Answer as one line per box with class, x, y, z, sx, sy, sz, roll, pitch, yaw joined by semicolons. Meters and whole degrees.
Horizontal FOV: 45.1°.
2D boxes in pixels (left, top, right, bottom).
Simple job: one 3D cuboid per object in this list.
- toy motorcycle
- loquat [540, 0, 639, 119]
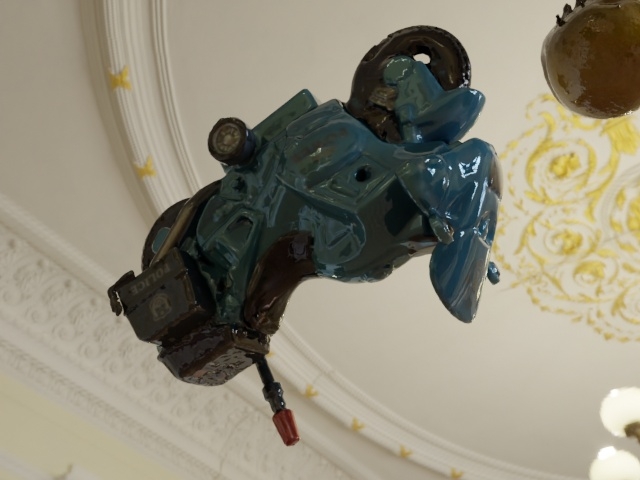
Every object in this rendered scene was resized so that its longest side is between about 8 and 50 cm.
toy motorcycle;0.000;0.000;0.472;0.272;0.182;0.124;-36;-29;14
loquat;0.438;-0.289;1.199;0.213;0.213;0.213;-1;-48;-1
